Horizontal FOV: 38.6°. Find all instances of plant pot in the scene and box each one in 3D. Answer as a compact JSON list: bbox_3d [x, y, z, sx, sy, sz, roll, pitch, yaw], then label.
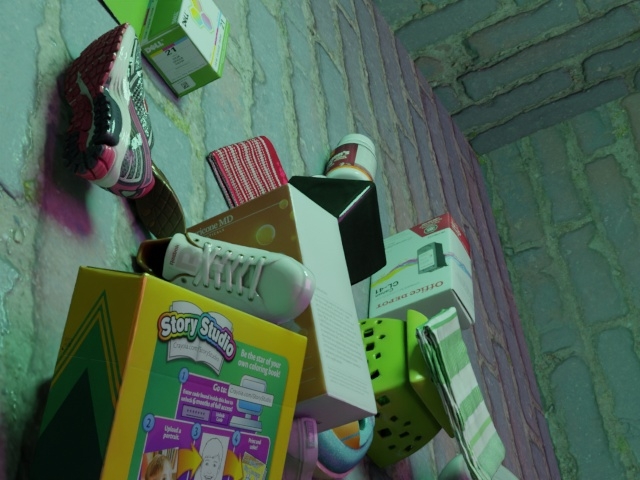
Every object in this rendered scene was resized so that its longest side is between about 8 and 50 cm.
[{"bbox_3d":[0.158,0.286,1.839,0.227,0.207,0.228,54,26,-34],"label":"plant pot"},{"bbox_3d":[0.000,0.000,1.740,0.167,0.188,0.188,-47,134,-50],"label":"plant pot"}]

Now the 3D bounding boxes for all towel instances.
[{"bbox_3d":[-0.120,-0.103,1.793,0.199,0.031,0.275,65,21,-5],"label":"towel"},{"bbox_3d":[0.283,0.299,1.789,0.325,0.038,0.248,69,20,3],"label":"towel"}]

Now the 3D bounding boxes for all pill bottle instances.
[{"bbox_3d":[0.075,-0.166,2.205,0.121,0.121,0.221,58,22,-24],"label":"pill bottle"}]

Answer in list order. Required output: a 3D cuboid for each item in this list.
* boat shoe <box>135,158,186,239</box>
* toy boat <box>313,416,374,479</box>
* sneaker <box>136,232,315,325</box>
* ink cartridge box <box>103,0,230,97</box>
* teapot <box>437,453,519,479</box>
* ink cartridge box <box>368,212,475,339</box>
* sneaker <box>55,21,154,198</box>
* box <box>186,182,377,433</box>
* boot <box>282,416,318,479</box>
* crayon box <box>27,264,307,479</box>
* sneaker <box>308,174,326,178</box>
[{"bbox_3d":[-0.253,-0.076,1.387,0.178,0.064,0.060,60,10,-5],"label":"boat shoe"},{"bbox_3d":[0.002,0.247,1.571,0.318,0.148,0.267,69,20,4],"label":"toy boat"},{"bbox_3d":[-0.145,0.051,1.273,0.123,0.290,0.106,30,71,-50],"label":"sneaker"},{"bbox_3d":[-0.276,-0.413,1.624,0.255,0.097,0.189,52,26,-37],"label":"ink cartridge box"},{"bbox_3d":[0.341,0.605,2.017,0.256,0.187,0.252,9,32,-48],"label":"teapot"},{"bbox_3d":[0.243,0.098,2.208,0.131,0.226,0.306,56,23,-27],"label":"ink cartridge box"},{"bbox_3d":[-0.296,-0.187,1.310,0.112,0.120,0.299,35,40,-43],"label":"sneaker"},{"bbox_3d":[-0.071,0.123,1.423,0.168,0.215,0.345,35,37,-55],"label":"box"},{"bbox_3d":[-0.076,0.337,1.366,0.258,0.123,0.095,98,-11,-51],"label":"boot"},{"bbox_3d":[-0.167,0.227,1.085,0.363,0.106,0.313,32,64,-58],"label":"crayon box"},{"bbox_3d":[-0.005,-0.096,2.020,0.178,0.072,0.077,12,69,-59],"label":"sneaker"}]
